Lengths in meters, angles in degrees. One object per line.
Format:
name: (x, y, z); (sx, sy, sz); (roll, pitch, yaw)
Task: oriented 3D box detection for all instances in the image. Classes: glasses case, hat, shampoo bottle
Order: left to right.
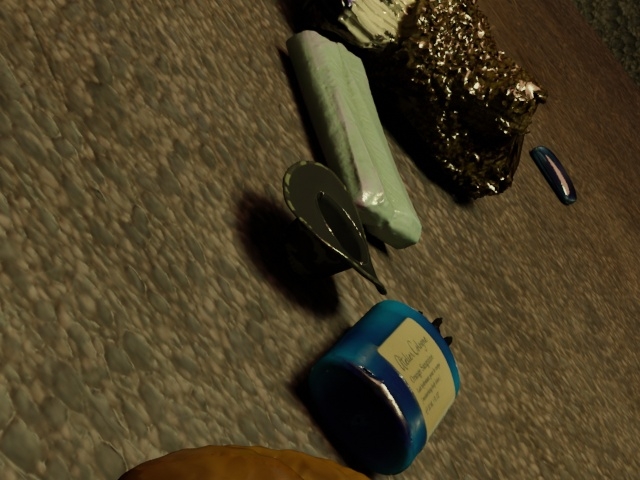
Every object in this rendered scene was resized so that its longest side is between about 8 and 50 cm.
hat: (0.000, 0.000, 1.014); (0.121, 0.050, 0.121); (49, 16, -19)
shampoo bottle: (0.049, 0.089, 0.979); (0.087, 0.050, 0.183); (51, 20, 1)
glasses case: (0.291, -0.083, 1.829); (0.083, 0.023, 0.033); (58, 19, 13)

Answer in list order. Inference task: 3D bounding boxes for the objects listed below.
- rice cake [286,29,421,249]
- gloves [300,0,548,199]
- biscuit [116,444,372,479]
rice cake: (0.023, -0.090, 1.225); (0.080, 0.042, 0.222); (29, 32, -41)
gloves: (0.109, -0.176, 1.420); (0.312, 0.135, 0.210); (44, 16, -32)
biscuit: (0.025, 0.222, 0.649); (0.326, 0.107, 0.326); (43, 21, -21)
